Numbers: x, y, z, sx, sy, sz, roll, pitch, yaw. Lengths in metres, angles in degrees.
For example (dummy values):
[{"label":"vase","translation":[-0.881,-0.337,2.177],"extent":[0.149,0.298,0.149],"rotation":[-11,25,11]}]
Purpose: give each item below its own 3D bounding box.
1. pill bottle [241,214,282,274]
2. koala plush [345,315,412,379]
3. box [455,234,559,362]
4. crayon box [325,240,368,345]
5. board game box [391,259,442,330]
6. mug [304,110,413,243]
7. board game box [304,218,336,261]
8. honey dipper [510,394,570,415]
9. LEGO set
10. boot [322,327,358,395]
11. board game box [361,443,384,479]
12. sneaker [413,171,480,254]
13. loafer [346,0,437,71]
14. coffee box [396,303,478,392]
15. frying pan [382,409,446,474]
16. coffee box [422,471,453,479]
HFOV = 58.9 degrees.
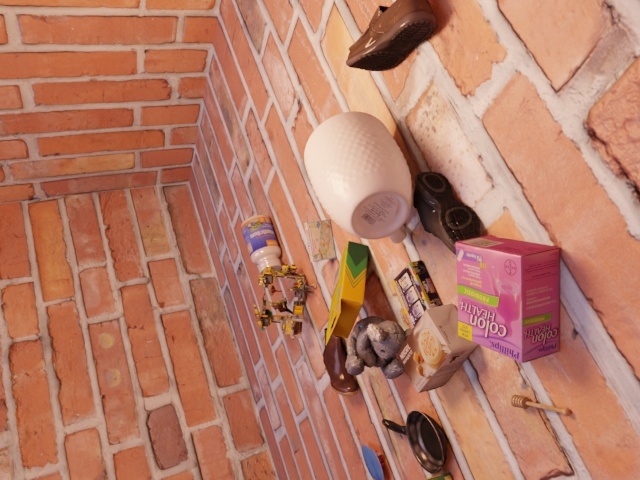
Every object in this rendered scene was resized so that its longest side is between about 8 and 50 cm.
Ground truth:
[{"label":"pill bottle","translation":[-0.278,0.025,2.743],"extent":[0.272,0.152,0.152],"rotation":[69,153,22]},{"label":"koala plush","translation":[0.199,0.317,1.799],"extent":[0.221,0.196,0.203],"rotation":[126,150,-62]},{"label":"box","translation":[0.428,0.125,1.312],"extent":[0.213,0.117,0.243],"rotation":[18,115,62]},{"label":"crayon box","translation":[0.091,0.184,1.928],"extent":[0.202,0.081,0.318],"rotation":[108,175,-46]},{"label":"board game box","translation":[0.290,0.166,1.704],"extent":[0.141,0.048,0.170],"rotation":[121,133,-58]},{"label":"mug","translation":[0.144,-0.140,1.636],"extent":[0.374,0.276,0.328],"rotation":[49,-166,-40]},{"label":"board game box","translation":[0.000,0.000,2.196],"extent":[0.026,0.103,0.154],"rotation":[-6,93,65]},{"label":"honey dipper","translation":[0.516,0.389,1.330],"extent":[0.161,0.030,0.030],"rotation":[-8,92,61]},{"label":"LEGO set","translation":[-0.169,0.284,2.480],"extent":[0.192,0.255,0.331],"rotation":[-89,13,-67]},{"label":"boot","translation":[0.070,0.477,2.237],"extent":[0.248,0.090,0.207],"rotation":[-148,51,-63]},{"label":"board game box","translation":[0.211,0.840,2.145],"extent":[0.169,0.033,0.133],"rotation":[163,91,-70]},{"label":"sneaker","translation":[0.328,-0.053,1.501],"extent":[0.130,0.109,0.286],"rotation":[98,160,-46]},{"label":"loafer","translation":[0.193,-0.576,1.570],"extent":[0.366,0.134,0.130],"rotation":[-12,78,60]},{"label":"coffee box","translation":[0.327,0.311,1.617],"extent":[0.141,0.098,0.246],"rotation":[64,150,32]},{"label":"frying pan","translation":[0.313,0.652,1.832],"extent":[0.326,0.053,0.197],"rotation":[128,128,-61]},{"label":"coffee box","translation":[0.327,0.771,1.776],"extent":[0.184,0.113,0.040],"rotation":[119,138,-56]}]
